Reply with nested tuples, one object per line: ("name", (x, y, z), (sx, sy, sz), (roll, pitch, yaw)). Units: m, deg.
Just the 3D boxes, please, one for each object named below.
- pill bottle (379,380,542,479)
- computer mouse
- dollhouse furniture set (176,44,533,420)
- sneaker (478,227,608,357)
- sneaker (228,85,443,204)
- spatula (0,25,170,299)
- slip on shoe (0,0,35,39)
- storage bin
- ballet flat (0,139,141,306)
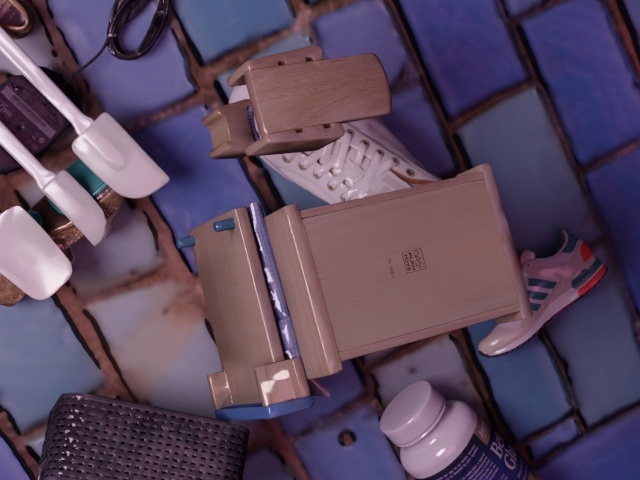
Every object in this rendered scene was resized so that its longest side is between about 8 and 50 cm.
("pill bottle", (0.142, 0.223, 1.241), (0.094, 0.094, 0.169), (-46, 107, -2))
("computer mouse", (-0.229, -0.155, 1.122), (0.242, 0.041, 0.071), (-45, 105, -9))
("dollhouse furniture set", (0.000, 0.000, 1.112), (0.198, 0.303, 0.286), (-13, 85, -27))
("sneaker", (0.216, 0.052, 1.255), (0.161, 0.057, 0.075), (-38, 89, -3))
("sneaker", (0.046, -0.069, 1.153), (0.290, 0.123, 0.106), (33, 93, -15))
("spatula", (-0.277, -0.083, 1.072), (0.168, 0.019, 0.242), (-44, 100, 0))
("slip on shoe", (-0.317, -0.225, 1.081), (0.135, 0.041, 0.051), (35, 91, -16))
("storage bin", (-0.169, 0.209, 1.140), (0.180, 0.122, 0.084), (15, 66, -15))
("ballet flat", (-0.240, -0.014, 1.134), (0.206, 0.073, 0.067), (-38, 133, -1))
